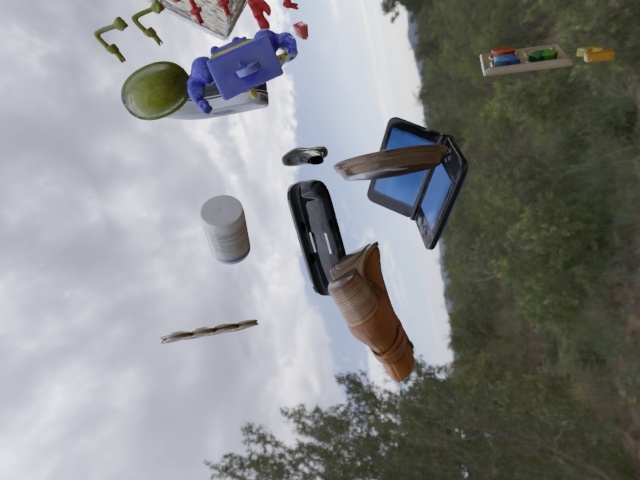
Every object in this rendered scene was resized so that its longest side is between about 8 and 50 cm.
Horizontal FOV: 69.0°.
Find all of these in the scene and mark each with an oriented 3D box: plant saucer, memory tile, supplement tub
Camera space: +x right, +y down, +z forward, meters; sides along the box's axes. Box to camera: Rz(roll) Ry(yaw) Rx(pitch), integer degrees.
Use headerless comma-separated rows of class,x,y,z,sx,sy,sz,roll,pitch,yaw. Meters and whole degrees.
plant saucer,0.169,-0.183,1.130,0.278,0.278,0.041,-10,-88,-74
memory tile,-0.186,0.151,0.775,0.113,0.148,0.012,-32,67,61
supplement tub,-0.156,-0.015,0.774,0.107,0.071,0.071,92,-177,-52

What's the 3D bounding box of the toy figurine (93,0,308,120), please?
toy figurine,-0.170,-0.306,0.756,0.217,0.363,0.191,56,168,52

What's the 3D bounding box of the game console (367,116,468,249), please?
game console,0.260,-0.159,1.322,0.250,0.173,0.293,-96,14,-51

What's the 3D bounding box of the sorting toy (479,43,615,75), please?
sorting toy,0.594,-0.500,1.249,0.229,0.307,0.041,-66,-30,-56

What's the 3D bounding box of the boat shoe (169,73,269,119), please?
boat shoe,-0.278,-0.364,1.143,0.113,0.306,0.104,-14,-81,-71

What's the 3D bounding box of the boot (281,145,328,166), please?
boot,-0.072,-0.335,1.900,0.137,0.198,0.076,-78,-29,-64

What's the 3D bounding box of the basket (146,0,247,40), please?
basket,-0.331,-0.782,1.239,0.331,0.328,0.266,-65,13,2

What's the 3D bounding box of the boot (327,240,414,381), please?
boot,0.119,0.129,0.940,0.220,0.109,0.283,56,-166,-9

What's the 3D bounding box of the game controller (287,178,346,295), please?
game controller,0.000,0.000,1.199,0.067,0.166,0.319,-27,-73,-39
